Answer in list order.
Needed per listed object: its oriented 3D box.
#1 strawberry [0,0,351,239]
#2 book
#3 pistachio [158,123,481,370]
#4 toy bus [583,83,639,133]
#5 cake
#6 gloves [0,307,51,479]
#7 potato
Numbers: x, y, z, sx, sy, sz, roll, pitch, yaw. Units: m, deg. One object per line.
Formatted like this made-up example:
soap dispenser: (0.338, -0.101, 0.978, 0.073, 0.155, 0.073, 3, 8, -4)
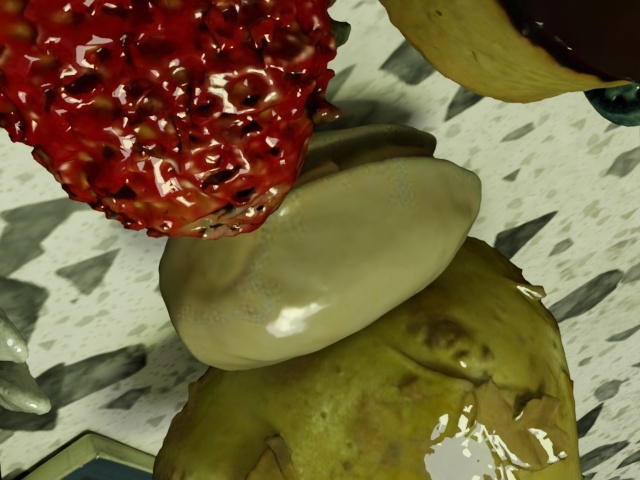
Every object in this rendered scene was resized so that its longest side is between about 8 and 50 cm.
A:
strawberry: (-0.081, -0.100, 0.764, 0.201, 0.184, 0.187, 13, 130, -40)
book: (-0.241, 0.248, 1.390, 0.269, 0.025, 0.191, -35, 155, 8)
pistachio: (0.000, 0.000, 1.080, 0.223, 0.126, 0.152, -30, 143, -26)
toy bus: (0.280, -0.079, 1.007, 0.194, 0.323, 0.162, -39, 153, 15)
cake: (0.099, -0.157, 0.849, 0.185, 0.208, 0.178, -62, -161, -15)
gloves: (-0.234, 0.081, 1.006, 0.140, 0.131, 0.218, -8, 122, -19)
potato: (0.025, 0.098, 1.234, 0.300, 0.196, 0.246, -9, -170, 4)
